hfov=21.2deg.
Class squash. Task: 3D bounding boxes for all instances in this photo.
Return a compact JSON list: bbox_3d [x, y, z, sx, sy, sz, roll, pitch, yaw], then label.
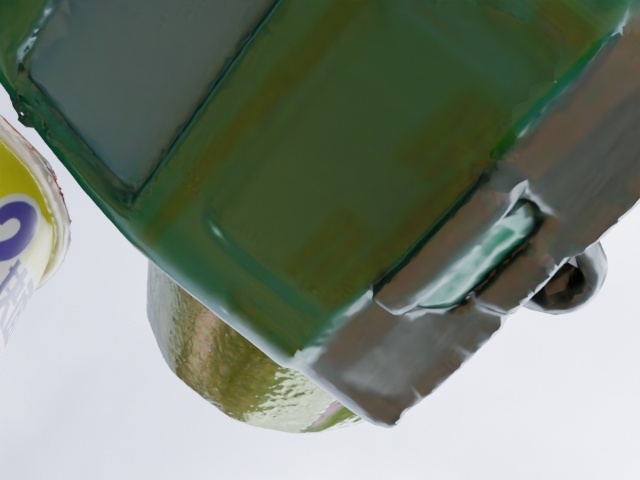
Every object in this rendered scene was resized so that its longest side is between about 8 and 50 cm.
[{"bbox_3d":[0.000,0.000,0.746,0.170,0.170,0.123,-100,-153,-46],"label":"squash"}]

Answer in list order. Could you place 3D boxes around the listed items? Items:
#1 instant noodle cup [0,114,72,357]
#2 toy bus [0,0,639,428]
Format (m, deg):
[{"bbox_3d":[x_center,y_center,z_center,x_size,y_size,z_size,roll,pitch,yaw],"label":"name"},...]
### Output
[{"bbox_3d":[-0.224,0.039,0.693,0.213,0.213,0.174,-18,-134,38],"label":"instant noodle cup"},{"bbox_3d":[0.047,-0.129,0.536,0.183,0.199,0.343,-50,-176,42],"label":"toy bus"}]
